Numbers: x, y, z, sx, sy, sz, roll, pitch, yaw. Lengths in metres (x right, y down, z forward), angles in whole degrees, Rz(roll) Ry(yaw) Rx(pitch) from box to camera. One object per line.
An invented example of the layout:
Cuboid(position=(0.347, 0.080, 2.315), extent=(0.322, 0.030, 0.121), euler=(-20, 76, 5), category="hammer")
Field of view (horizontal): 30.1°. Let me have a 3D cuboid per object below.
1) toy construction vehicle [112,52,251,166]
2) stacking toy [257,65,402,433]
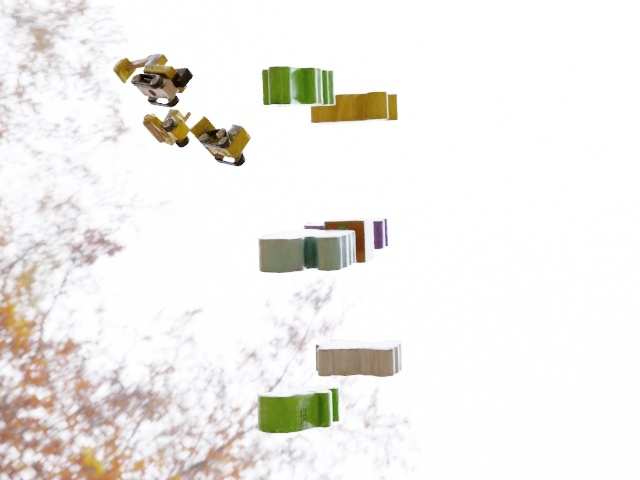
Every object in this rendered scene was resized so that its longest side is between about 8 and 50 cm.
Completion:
Cuboid(position=(-0.099, -0.097, 0.855), extent=(0.035, 0.098, 0.086), euler=(-55, -52, -18), category="toy construction vehicle")
Cuboid(position=(0.000, 0.000, 0.625), extent=(0.052, 0.221, 0.166), euler=(-1, -87, 14), category="stacking toy")
